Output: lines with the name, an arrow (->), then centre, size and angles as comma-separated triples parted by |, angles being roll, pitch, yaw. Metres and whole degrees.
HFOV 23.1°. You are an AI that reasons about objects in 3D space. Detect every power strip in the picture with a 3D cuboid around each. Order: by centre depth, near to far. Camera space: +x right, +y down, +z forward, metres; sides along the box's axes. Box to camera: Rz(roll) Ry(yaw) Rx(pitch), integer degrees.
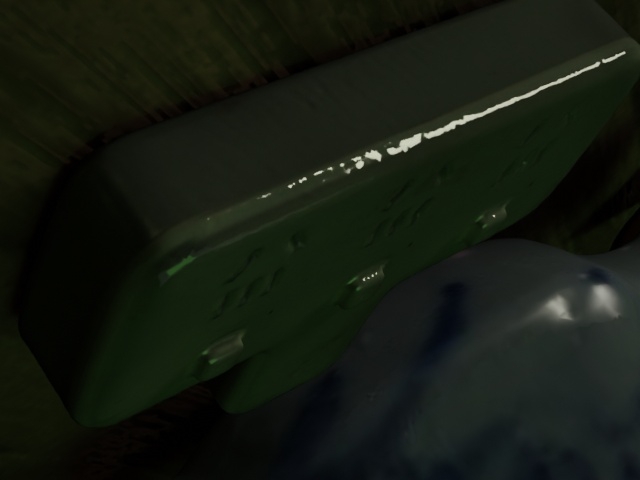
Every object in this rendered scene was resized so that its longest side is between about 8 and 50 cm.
power strip -> 0.001, 0.000, 0.637 | 0.265, 0.059, 0.193 | -25, 158, -35

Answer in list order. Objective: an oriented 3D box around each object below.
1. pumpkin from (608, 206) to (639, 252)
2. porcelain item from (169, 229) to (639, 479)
pumpkin -> 0.343, -0.072, 1.023 | 0.290, 0.095, 0.258 | -20, 168, -40
porcelain item -> 0.086, 0.134, 0.848 | 0.405, 0.242, 0.178 | -25, -177, -18
